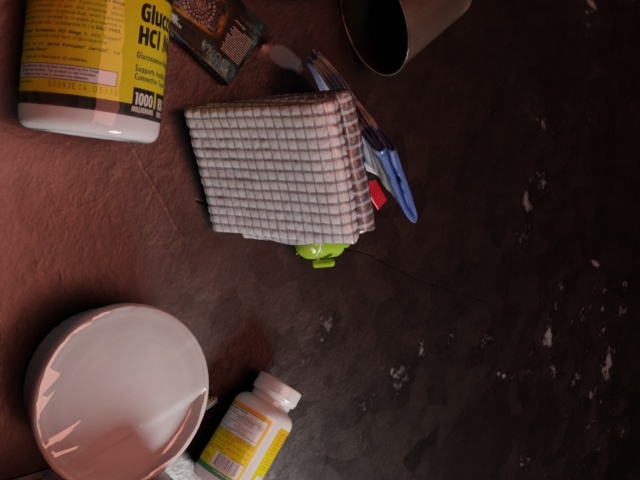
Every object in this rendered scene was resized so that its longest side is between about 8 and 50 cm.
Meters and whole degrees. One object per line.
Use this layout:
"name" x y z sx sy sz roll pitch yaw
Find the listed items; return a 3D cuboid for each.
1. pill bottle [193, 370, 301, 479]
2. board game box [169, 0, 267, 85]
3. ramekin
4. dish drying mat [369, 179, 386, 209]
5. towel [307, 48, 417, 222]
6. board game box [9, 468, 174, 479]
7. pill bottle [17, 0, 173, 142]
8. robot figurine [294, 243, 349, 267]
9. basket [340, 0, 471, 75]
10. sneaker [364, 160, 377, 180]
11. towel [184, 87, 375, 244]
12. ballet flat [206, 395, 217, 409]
"pill bottle" -0.123 0.344 1.244 0.117 0.117 0.208 41 72 -35
"board game box" -0.185 -0.359 1.131 0.186 0.026 0.126 40 73 -36
"ramekin" -0.315 0.224 1.056 0.272 0.127 0.273 -3 95 -39
"dish drying mat" 0.106 -0.103 1.419 0.032 0.008 0.083 -48 124 -21
"towel" 0.070 -0.177 1.193 0.034 0.285 0.209 -31 144 0
"board game box" -0.358 0.402 0.988 0.316 0.242 0.064 -7 103 -37
"pill bottle" -0.297 -0.308 0.946 0.187 0.188 0.334 3 96 -39
"robot figurine" 0.000 0.000 1.313 0.115 0.067 0.101 -4 90 -37
"basket" 0.174 -0.447 1.326 0.227 0.154 0.204 -34 114 -33
"sneaker" 0.005 -0.104 1.301 0.216 0.079 0.121 9 95 -31
"towel" -0.060 -0.118 1.121 0.121 0.283 0.235 -39 125 -49
"ballet flat" -0.229 0.293 1.203 0.114 0.041 0.041 -34 117 -30
